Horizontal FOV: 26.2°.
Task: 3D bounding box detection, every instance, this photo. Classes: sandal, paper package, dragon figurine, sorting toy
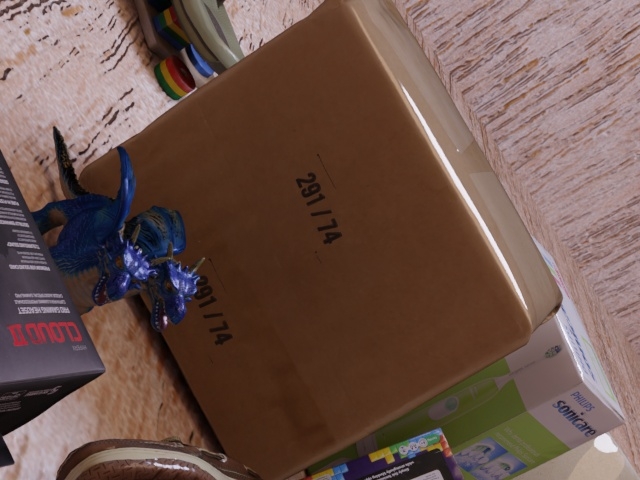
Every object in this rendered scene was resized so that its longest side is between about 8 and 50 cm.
[{"bbox_3d":[-0.136,-0.318,1.561,0.302,0.086,0.120,63,19,14],"label":"sandal"},{"bbox_3d":[0.000,0.000,1.189,0.324,0.309,0.168,60,19,3],"label":"paper package"},{"bbox_3d":[-0.157,-0.012,1.047,0.085,0.144,0.289,50,19,-29],"label":"dragon figurine"},{"bbox_3d":[-0.164,-0.262,1.621,0.132,0.046,0.274,37,28,-53],"label":"sorting toy"}]

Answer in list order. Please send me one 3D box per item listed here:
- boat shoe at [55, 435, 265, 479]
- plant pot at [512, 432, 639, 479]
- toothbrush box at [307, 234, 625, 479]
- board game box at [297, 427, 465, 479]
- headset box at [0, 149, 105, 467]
[{"bbox_3d":[-0.106,0.187,0.990,0.095,0.095,0.257,42,4,40],"label":"boat shoe"},{"bbox_3d":[0.254,0.285,1.539,0.284,0.191,0.284,56,3,-4],"label":"plant pot"},{"bbox_3d":[0.119,0.137,1.344,0.122,0.283,0.206,39,25,-49],"label":"toothbrush box"},{"bbox_3d":[0.054,0.255,1.179,0.141,0.170,0.048,66,-22,18],"label":"board game box"},{"bbox_3d":[-0.260,0.004,0.783,0.293,0.110,0.218,63,17,11],"label":"headset box"}]
